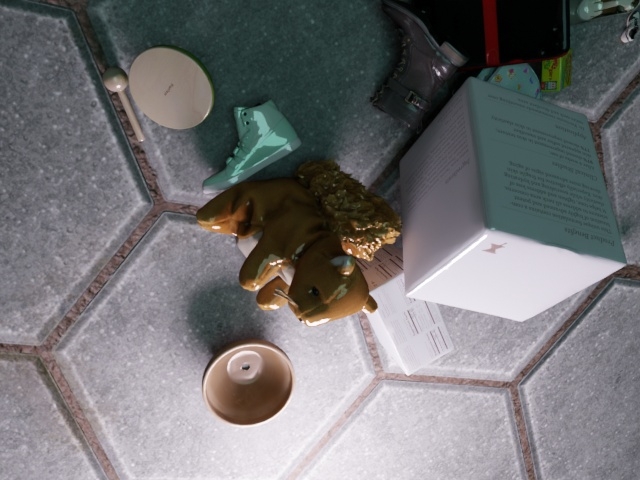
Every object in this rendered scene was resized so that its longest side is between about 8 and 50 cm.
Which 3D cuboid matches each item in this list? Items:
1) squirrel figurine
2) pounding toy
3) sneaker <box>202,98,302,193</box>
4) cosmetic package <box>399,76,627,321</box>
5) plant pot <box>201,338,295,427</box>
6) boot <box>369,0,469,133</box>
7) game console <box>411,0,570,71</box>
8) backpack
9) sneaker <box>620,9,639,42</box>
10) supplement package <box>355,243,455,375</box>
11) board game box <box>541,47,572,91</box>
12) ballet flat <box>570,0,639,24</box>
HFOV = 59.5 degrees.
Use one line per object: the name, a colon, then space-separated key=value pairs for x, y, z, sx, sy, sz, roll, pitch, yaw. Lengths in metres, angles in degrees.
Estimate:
squirrel figurine: x=0.000 y=0.000 z=1.232 sx=0.397 sy=0.370 sz=0.281 roll=-39 pitch=133 yaw=-16
pounding toy: x=-0.331 y=-0.341 z=1.221 sx=0.237 sy=0.110 sz=0.183 roll=-13 pitch=124 yaw=21
sneaker: x=-0.188 y=-0.221 z=1.288 sx=0.256 sy=0.094 sz=0.151 roll=-32 pitch=104 yaw=-1
cosmetic package: x=0.397 y=-0.079 z=1.256 sx=0.329 sy=0.327 sz=0.393 roll=14 pitch=58 yaw=-17
plant pot: x=-0.189 y=0.351 z=1.446 sx=0.237 sy=0.110 sz=0.237 roll=-4 pitch=107 yaw=-14
boot: x=0.188 y=-0.403 z=1.301 sx=0.263 sy=0.091 sz=0.229 roll=42 pitch=123 yaw=2
game console: x=0.362 y=-0.579 z=1.234 sx=0.342 sy=0.060 sz=0.386 roll=-1 pitch=111 yaw=24
backpack: x=0.451 y=-0.363 z=1.377 sx=0.188 sy=0.144 sz=0.166 roll=38 pitch=89 yaw=-27
sneaker: x=0.821 y=-0.561 z=1.464 sx=0.032 sy=0.037 sz=0.083 roll=10 pitch=102 yaw=-15
supplement package: x=0.198 y=0.168 z=1.437 sx=0.145 sy=0.204 sz=0.262 roll=-28 pitch=111 yaw=-7
board game box: x=0.585 y=-0.423 z=1.381 sx=0.043 sy=0.181 sz=0.092 roll=6 pitch=111 yaw=31
ballet flat: x=0.706 y=-0.594 z=1.408 sx=0.213 sy=0.068 sz=0.072 roll=-14 pitch=109 yaw=-9
